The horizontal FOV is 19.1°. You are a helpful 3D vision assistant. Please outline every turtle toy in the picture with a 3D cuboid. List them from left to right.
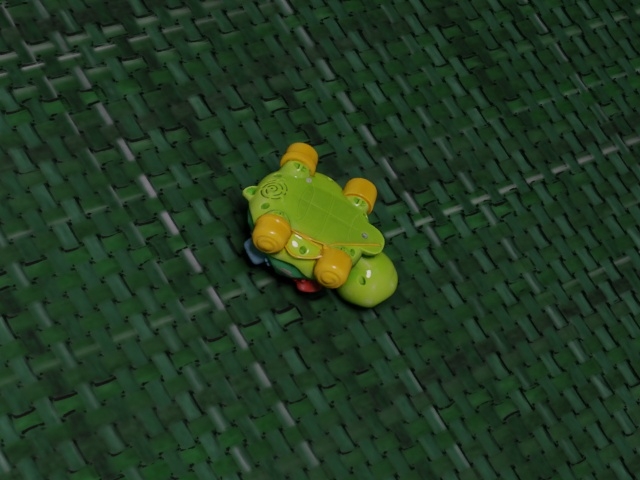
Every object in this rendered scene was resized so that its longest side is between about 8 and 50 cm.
[{"bbox_3d":[0.000,0.000,1.326,0.130,0.066,0.095,31,49,-11],"label":"turtle toy"}]
